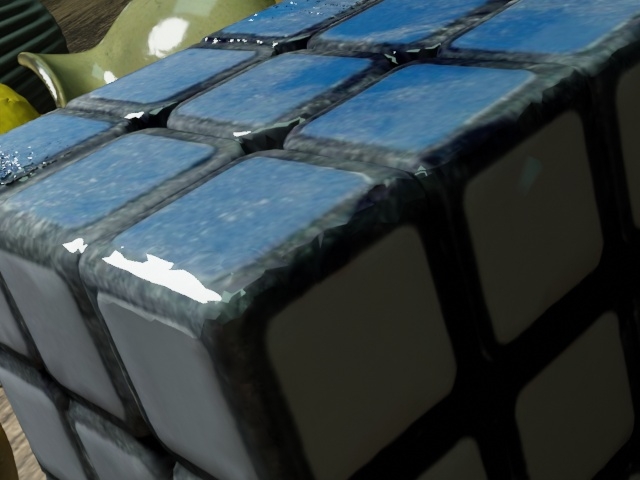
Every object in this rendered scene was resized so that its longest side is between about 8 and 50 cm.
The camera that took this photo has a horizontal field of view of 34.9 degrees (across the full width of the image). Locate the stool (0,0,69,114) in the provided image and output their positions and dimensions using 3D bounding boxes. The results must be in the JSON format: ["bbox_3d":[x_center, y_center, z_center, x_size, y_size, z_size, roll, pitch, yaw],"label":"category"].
[{"bbox_3d":[-0.545,-0.231,1.498,0.297,0.297,0.330,-11,21,12],"label":"stool"}]

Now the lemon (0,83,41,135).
[{"bbox_3d":[-0.388,-0.043,1.045,0.260,0.260,0.284,8,21,42],"label":"lemon"}]

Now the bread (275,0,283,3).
[{"bbox_3d":[-0.147,-0.347,1.680,0.217,0.098,0.147,-17,25,-6],"label":"bread"}]

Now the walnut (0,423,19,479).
[{"bbox_3d":[-0.326,0.153,0.692,0.238,0.204,0.141,-19,12,-5],"label":"walnut"}]

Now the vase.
[{"bbox_3d":[-0.184,-0.185,1.277,0.302,0.241,0.329,-25,-5,-6],"label":"vase"}]

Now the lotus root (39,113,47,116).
[{"bbox_3d":[-0.342,-0.125,1.361,0.191,0.108,0.094,-21,-7,-33],"label":"lotus root"}]

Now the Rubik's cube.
[{"bbox_3d":[0.016,0.052,0.553,0.301,0.303,0.305,-33,29,-30],"label":"Rubik's cube"}]
